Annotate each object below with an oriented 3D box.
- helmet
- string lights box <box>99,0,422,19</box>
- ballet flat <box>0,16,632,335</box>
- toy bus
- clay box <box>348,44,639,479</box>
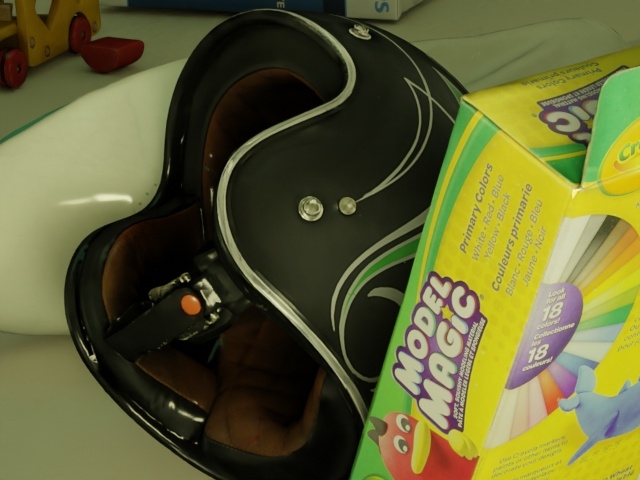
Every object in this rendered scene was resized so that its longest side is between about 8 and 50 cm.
[{"bbox_3d":[0.000,0.000,0.744,0.169,0.169,0.161,9,44,31],"label":"helmet"},{"bbox_3d":[-0.041,-0.229,1.556,0.260,0.076,0.133,5,19,19],"label":"string lights box"},{"bbox_3d":[0.021,-0.020,0.902,0.400,0.139,0.139,-14,22,-31],"label":"ballet flat"},{"bbox_3d":[-0.238,-0.171,1.376,0.191,0.104,0.202,-11,21,-23],"label":"toy bus"},{"bbox_3d":[0.084,0.020,0.605,0.127,0.222,0.053,-18,46,-37],"label":"clay box"}]
